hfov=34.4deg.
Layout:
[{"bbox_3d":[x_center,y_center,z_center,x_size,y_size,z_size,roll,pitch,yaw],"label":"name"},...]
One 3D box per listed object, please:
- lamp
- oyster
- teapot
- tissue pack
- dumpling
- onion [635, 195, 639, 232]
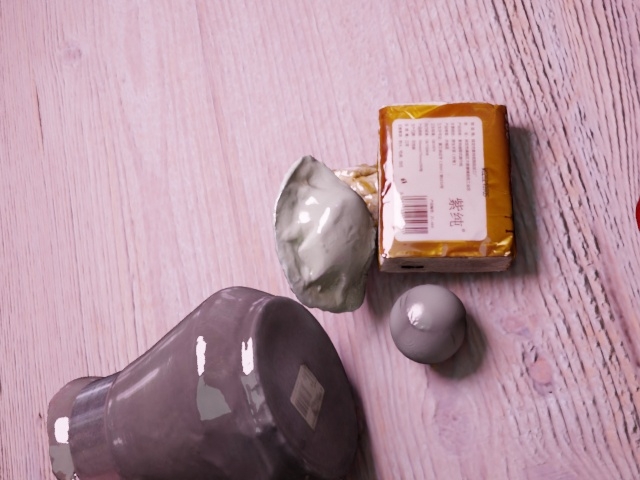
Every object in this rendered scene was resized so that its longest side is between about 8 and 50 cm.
[{"bbox_3d":[0.142,0.110,1.360,0.105,0.105,0.105,-7,70,21],"label":"lamp"},{"bbox_3d":[0.045,-0.034,1.466,0.163,0.081,0.191,15,83,22],"label":"oyster"},{"bbox_3d":[-0.169,0.264,1.320,0.362,0.305,0.376,-24,25,24],"label":"teapot"},{"bbox_3d":[0.167,-0.073,1.396,0.183,0.092,0.226,0,70,1],"label":"tissue pack"},{"bbox_3d":[0.014,-0.006,1.362,0.108,0.152,0.219,-21,100,22],"label":"dumpling"},{"bbox_3d":[0.452,-0.038,1.270,0.131,0.131,0.131,-7,70,21],"label":"onion"}]
